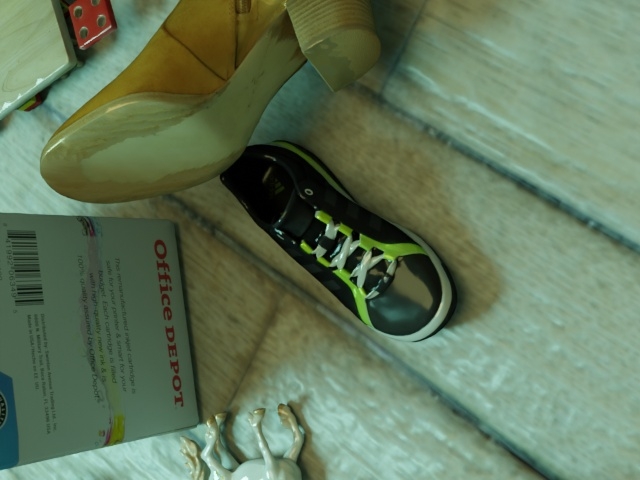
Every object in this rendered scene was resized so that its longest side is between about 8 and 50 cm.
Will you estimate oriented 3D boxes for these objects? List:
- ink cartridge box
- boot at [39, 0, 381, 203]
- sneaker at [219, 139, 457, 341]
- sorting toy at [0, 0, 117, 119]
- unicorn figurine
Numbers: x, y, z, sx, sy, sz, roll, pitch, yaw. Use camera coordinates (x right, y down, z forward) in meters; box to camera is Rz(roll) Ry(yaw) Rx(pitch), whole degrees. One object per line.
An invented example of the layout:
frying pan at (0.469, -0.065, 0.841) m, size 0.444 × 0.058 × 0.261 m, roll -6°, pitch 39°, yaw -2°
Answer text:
ink cartridge box at (-0.272, 0.090, 0.845) m, size 0.197 × 0.270 × 0.198 m, roll -13°, pitch 82°, yaw 33°
boot at (-0.097, -0.165, 0.799) m, size 0.295 × 0.104 × 0.211 m, roll -25°, pitch 49°, yaw 9°
sneaker at (0.000, 0.000, 0.777) m, size 0.235 × 0.097 × 0.084 m, roll 40°, pitch 109°, yaw 27°
sorting toy at (-0.294, -0.208, 0.999) m, size 0.274 × 0.046 × 0.132 m, roll -27°, pitch 74°, yaw 29°
unicorn figurine at (-0.051, 0.199, 0.834) m, size 0.162 × 0.060 × 0.111 m, roll -17°, pitch 80°, yaw 47°
